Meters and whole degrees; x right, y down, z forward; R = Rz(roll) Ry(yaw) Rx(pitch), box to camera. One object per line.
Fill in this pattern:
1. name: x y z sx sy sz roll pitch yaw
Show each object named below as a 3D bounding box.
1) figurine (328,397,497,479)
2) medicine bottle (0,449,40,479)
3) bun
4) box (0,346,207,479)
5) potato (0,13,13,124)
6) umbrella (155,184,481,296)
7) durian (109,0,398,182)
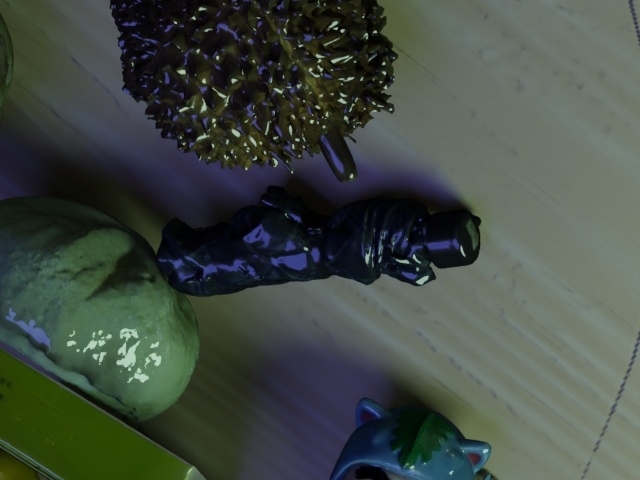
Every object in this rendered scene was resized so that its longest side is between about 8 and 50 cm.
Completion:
1. figurine: 0.045 0.201 1.233 0.114 0.144 0.178 32 145 13
2. medicine bottle: -0.448 0.225 1.495 0.384 0.224 0.224 16 129 22
3. bun: -0.169 0.040 1.242 0.195 0.118 0.195 35 171 6
4. box: -0.165 0.161 1.289 0.175 0.062 0.260 31 170 9
5. potato: -0.362 -0.092 1.207 0.326 0.221 0.243 6 81 28
6. umbrella: -0.001 -0.002 1.165 0.224 0.080 0.071 -3 85 30
7. durian: -0.030 -0.117 1.012 0.167 0.196 0.196 -23 107 38
